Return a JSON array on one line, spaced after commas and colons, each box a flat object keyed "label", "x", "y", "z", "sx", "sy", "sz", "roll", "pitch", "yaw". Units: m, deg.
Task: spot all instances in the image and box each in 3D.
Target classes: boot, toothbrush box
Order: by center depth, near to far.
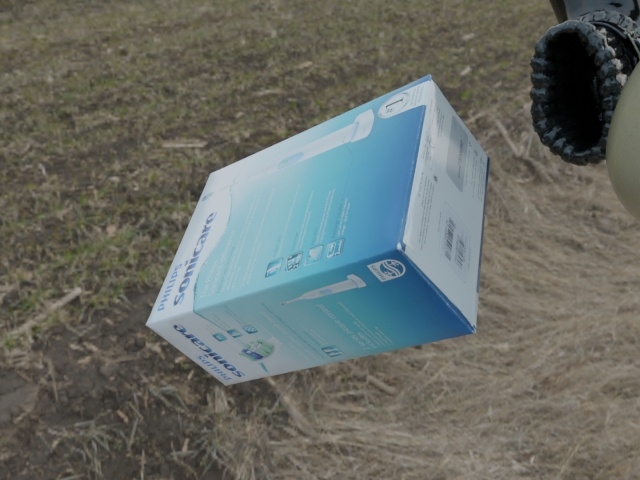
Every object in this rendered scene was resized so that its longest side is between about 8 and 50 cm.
[{"label": "toothbrush box", "x": 0.000, "y": 0.000, "z": 0.715, "sx": 0.295, "sy": 0.126, "sz": 0.216, "roll": -18, "pitch": 41, "yaw": 33}, {"label": "boot", "x": 0.338, "y": -0.276, "z": 0.945, "sx": 0.260, "sy": 0.131, "sz": 0.348, "roll": -19, "pitch": 80, "yaw": -39}]

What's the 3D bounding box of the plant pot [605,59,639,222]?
[{"label": "plant pot", "x": 0.398, "y": -0.096, "z": 0.721, "sx": 0.284, "sy": 0.284, "sz": 0.191, "roll": -14, "pitch": -7, "yaw": -26}]
